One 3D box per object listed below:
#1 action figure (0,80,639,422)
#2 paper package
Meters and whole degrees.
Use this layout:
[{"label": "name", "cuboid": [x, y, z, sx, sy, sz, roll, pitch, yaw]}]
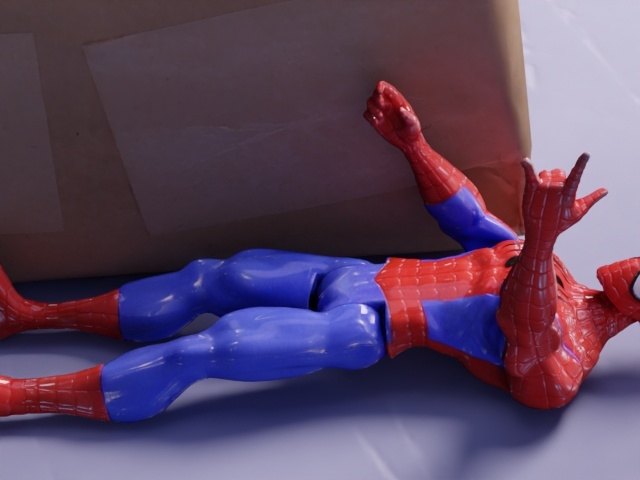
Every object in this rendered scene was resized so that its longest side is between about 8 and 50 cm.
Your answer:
[{"label": "action figure", "cuboid": [0.000, 0.000, 0.579, 0.280, 0.139, 0.091, -1, 39, 3]}, {"label": "paper package", "cuboid": [-0.084, -0.131, 0.730, 0.325, 0.168, 0.309, -5, 36, 2]}]
